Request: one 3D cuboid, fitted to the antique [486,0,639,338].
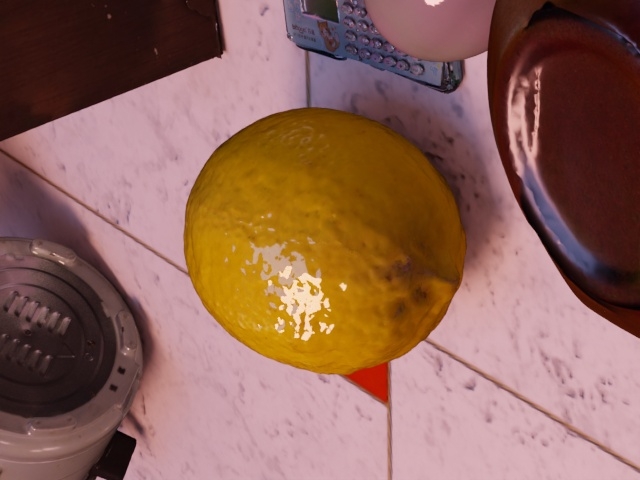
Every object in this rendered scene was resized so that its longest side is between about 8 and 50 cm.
[{"bbox_3d":[0.183,-0.062,0.898,0.223,0.129,0.278,33,138,36],"label":"antique"}]

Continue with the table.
[{"bbox_3d":[-0.263,-0.216,1.307,0.282,0.251,0.196,23,130,47],"label":"table"}]

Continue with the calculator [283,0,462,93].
[{"bbox_3d":[0.031,-0.139,1.161,0.172,0.018,0.057,25,129,46],"label":"calculator"}]

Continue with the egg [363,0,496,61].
[{"bbox_3d":[0.079,-0.160,0.998,0.103,0.103,0.135,56,144,12],"label":"egg"}]

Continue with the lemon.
[{"bbox_3d":[0.002,0.002,1.153,0.193,0.180,0.180,40,141,19],"label":"lemon"}]

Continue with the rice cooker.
[{"bbox_3d":[-0.296,0.138,1.600,0.281,0.241,0.227,24,141,-10],"label":"rice cooker"}]
